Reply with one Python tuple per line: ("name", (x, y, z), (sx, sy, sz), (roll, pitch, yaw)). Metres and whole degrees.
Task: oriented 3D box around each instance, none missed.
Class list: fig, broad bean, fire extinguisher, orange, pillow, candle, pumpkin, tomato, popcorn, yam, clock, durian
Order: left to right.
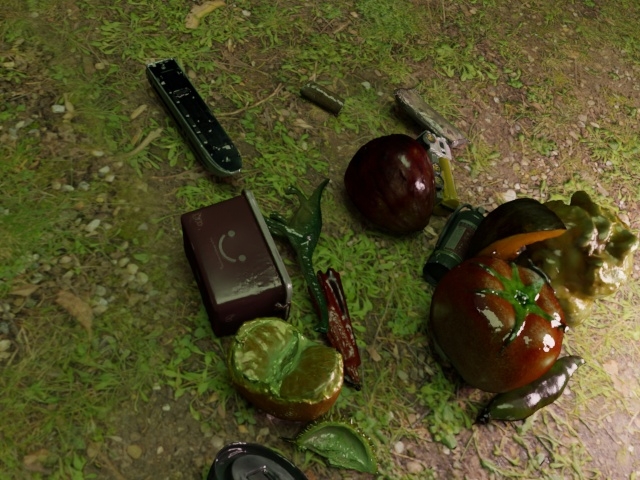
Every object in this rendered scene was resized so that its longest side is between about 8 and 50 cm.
("clock", (-0.103, 0.451, 1.147), (0.215, 0.042, 0.215), (29, 13, -7))
("orange", (-0.068, 0.264, 1.286), (0.237, 0.158, 0.179), (22, 51, 15))
("yam", (0.009, -0.411, 1.835), (0.132, 0.054, 0.054), (31, 54, 6))
("durian", (0.027, 0.397, 1.281), (0.215, 0.086, 0.100), (22, 67, -3))
("candle", (0.043, 0.195, 1.429), (0.084, 0.059, 0.302), (-16, 61, -7))
("fig", (0.183, -0.145, 1.607), (0.224, 0.224, 0.263), (-19, 70, -26))
("pillow", (0.314, -0.353, 1.863), (0.255, 0.059, 0.169), (46, 28, 13))
("fire extinguisher", (0.361, -0.007, 1.635), (0.118, 0.093, 0.294), (43, 54, -6))
("tomato", (0.381, 0.185, 1.424), (0.303, 0.239, 0.303), (16, 47, -17))
("pumpkin", (0.425, -0.032, 1.508), (0.148, 0.312, 0.169), (7, 64, -17))
("broad bean", (0.481, 0.346, 1.450), (0.339, 0.061, 0.077), (-20, 53, -27))
("popcorn", (0.642, 0.026, 1.572), (0.325, 0.290, 0.321), (12, 54, -8))

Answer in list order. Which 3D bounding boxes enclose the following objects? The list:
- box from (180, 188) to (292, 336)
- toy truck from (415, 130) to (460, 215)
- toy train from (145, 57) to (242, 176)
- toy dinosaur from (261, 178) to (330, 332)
("box", (-0.188, 0.055, 1.386), (0.167, 0.193, 0.294), (-17, 62, -16))
("toy truck", (0.308, -0.179, 1.732), (0.114, 0.098, 0.227), (16, 54, -30))
("toy train", (-0.321, -0.297, 1.640), (0.086, 0.088, 0.407), (-24, 66, -26))
("toy dinosaur", (0.000, 0.000, 1.513), (0.301, 0.087, 0.447), (30, 48, 16))
